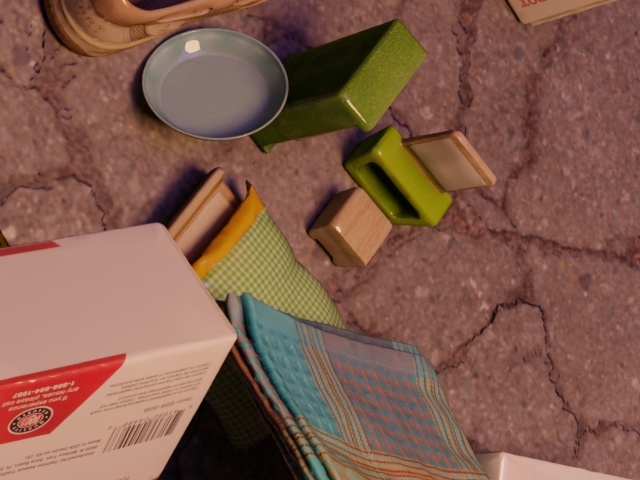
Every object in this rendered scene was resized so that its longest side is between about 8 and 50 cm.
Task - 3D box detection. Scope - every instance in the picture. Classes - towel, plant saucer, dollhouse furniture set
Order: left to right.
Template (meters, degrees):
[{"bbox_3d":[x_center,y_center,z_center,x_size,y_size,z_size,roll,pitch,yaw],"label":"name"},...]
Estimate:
[{"bbox_3d":[-0.086,-0.123,1.563,0.119,0.021,0.119,3,53,-5],"label":"plant saucer"},{"bbox_3d":[0.000,0.000,1.566,0.197,0.151,0.301,50,58,-23],"label":"dollhouse furniture set"},{"bbox_3d":[0.077,0.202,1.441,0.271,0.040,0.370,21,31,-49],"label":"towel"}]

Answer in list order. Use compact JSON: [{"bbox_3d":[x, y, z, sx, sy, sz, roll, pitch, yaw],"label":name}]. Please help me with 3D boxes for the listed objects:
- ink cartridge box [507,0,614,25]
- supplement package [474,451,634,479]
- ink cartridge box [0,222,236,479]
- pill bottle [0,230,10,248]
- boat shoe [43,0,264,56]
[{"bbox_3d":[0.208,-0.320,1.770,0.093,0.154,0.212,-46,111,-34],"label":"ink cartridge box"},{"bbox_3d":[0.168,0.299,1.663,0.194,0.149,0.203,16,75,-35],"label":"supplement package"},{"bbox_3d":[-0.206,0.130,1.310,0.197,0.273,0.114,-10,53,-39],"label":"ink cartridge box"},{"bbox_3d":[-0.297,-0.012,1.354,0.117,0.117,0.208,-39,108,-35],"label":"pill bottle"},{"bbox_3d":[-0.067,-0.246,1.570,0.341,0.110,0.122,-37,107,-35],"label":"boat shoe"}]
